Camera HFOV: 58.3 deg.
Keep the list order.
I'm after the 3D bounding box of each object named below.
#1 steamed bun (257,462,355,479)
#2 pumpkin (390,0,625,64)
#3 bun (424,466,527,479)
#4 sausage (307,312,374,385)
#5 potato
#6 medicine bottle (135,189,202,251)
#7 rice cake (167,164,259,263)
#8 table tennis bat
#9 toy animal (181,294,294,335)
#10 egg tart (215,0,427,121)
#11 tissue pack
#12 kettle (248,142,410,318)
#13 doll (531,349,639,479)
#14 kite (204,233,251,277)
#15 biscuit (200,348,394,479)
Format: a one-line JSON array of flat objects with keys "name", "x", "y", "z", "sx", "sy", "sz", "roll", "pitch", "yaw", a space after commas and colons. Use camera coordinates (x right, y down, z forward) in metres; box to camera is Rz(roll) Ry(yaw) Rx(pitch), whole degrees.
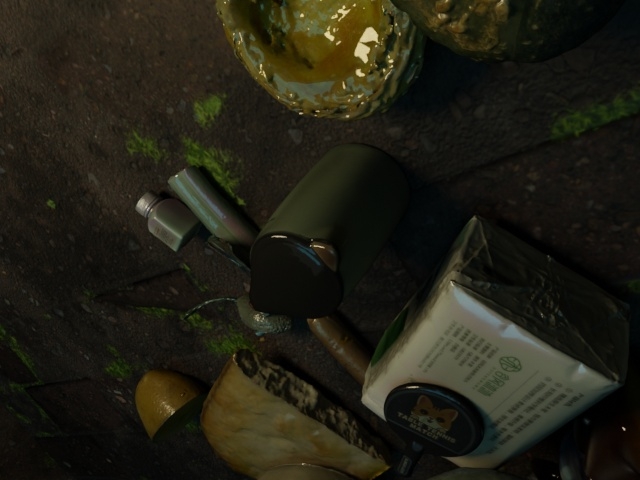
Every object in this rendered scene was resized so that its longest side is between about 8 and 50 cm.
[{"name": "steamed bun", "x": -0.025, "y": 0.661, "z": 1.296, "sx": 0.324, "sy": 0.206, "sz": 0.324, "roll": 7, "pitch": 136, "yaw": 7}, {"name": "pumpkin", "x": 0.168, "y": -0.327, "z": 0.500, "sx": 0.291, "sy": 0.257, "sz": 0.328, "roll": 16, "pitch": 125, "yaw": 4}, {"name": "bun", "x": 0.261, "y": 0.532, "z": 0.879, "sx": 0.361, "sy": 0.211, "sz": 0.362, "roll": 3, "pitch": 113, "yaw": 7}, {"name": "sausage", "x": 0.087, "y": 0.246, "z": 1.125, "sx": 0.301, "sy": 0.066, "sz": 0.066, "roll": 46, "pitch": 134, "yaw": -6}, {"name": "potato", "x": -0.404, "y": 0.406, "z": 1.489, "sx": 0.158, "sy": 0.178, "sz": 0.203, "roll": 47, "pitch": 161, "yaw": 12}, {"name": "medicine bottle", "x": -0.300, "y": -0.043, "z": 1.126, "sx": 0.118, "sy": 0.074, "sz": 0.055, "roll": 37, "pitch": 135, "yaw": 0}, {"name": "rice cake", "x": -0.192, "y": -0.049, "z": 1.081, "sx": 0.222, "sy": 0.042, "sz": 0.080, "roll": 49, "pitch": 138, "yaw": -11}, {"name": "table tennis bat", "x": 0.159, "y": 0.297, "z": 0.882, "sx": 0.150, "sy": 0.027, "sz": 0.236, "roll": 24, "pitch": 132, "yaw": 11}, {"name": "toy animal", "x": -0.168, "y": 0.144, "z": 1.189, "sx": 0.252, "sy": 0.079, "sz": 0.070, "roll": 7, "pitch": 105, "yaw": 25}, {"name": "egg tart", "x": 0.007, "y": -0.287, "z": 0.722, "sx": 0.288, "sy": 0.118, "sz": 0.288, "roll": 16, "pitch": 130, "yaw": 21}, {"name": "tissue pack", "x": 0.247, "y": 0.178, "z": 0.885, "sx": 0.266, "sy": 0.194, "sz": 0.356, "roll": 32, "pitch": 135, "yaw": 5}, {"name": "kettle", "x": 0.000, "y": 0.000, "z": 0.856, "sx": 0.165, "sy": 0.255, "sz": 0.240, "roll": 43, "pitch": 135, "yaw": -8}, {"name": "doll", "x": 0.492, "y": 0.350, "z": 0.891, "sx": 0.318, "sy": 0.209, "sz": 0.340, "roll": 45, "pitch": 143, "yaw": 41}, {"name": "kite", "x": -0.115, "y": 0.065, "z": 1.048, "sx": 0.314, "sy": 0.011, "sz": 0.335, "roll": 29, "pitch": 166, "yaw": 37}, {"name": "biscuit", "x": -0.077, "y": 0.465, "z": 1.354, "sx": 0.429, "sy": 0.104, "sz": 0.446, "roll": 28, "pitch": 133, "yaw": -4}]
